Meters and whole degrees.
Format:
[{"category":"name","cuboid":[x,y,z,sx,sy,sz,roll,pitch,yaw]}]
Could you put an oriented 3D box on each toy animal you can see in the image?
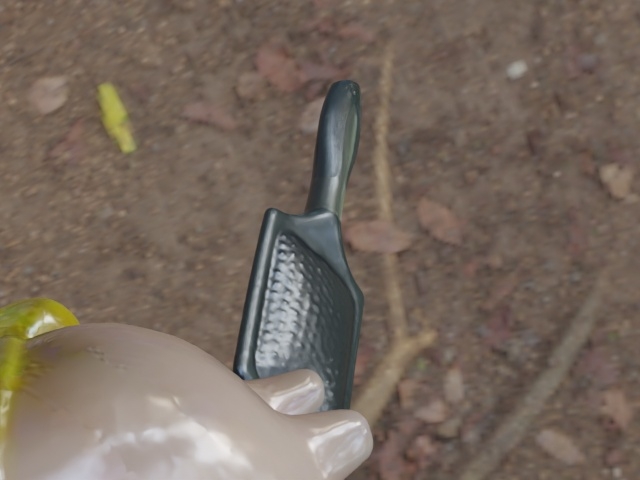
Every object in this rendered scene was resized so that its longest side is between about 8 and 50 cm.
[{"category":"toy animal","cuboid":[-0.102,0.101,0.542,0.248,0.165,0.149,-30,101,-11]}]

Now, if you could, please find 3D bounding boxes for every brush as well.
[{"category":"brush","cuboid":[0.000,0.000,0.714,0.063,0.016,0.193,47,33,-33]}]
